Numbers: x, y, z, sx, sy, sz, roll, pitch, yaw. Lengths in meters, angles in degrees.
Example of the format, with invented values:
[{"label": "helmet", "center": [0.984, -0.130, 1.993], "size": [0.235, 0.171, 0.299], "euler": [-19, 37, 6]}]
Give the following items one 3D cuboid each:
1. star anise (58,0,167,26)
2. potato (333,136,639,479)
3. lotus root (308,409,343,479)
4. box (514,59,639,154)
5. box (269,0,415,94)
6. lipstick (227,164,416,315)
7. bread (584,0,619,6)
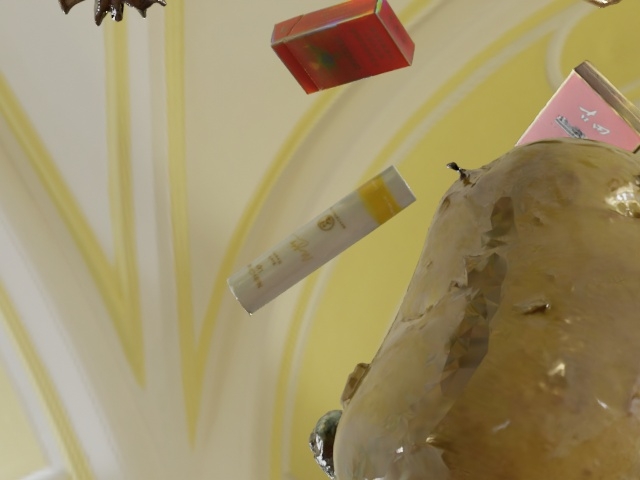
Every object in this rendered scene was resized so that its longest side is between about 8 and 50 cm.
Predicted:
[{"label": "star anise", "center": [-0.171, -0.293, 1.071], "size": [0.218, 0.227, 0.148], "euler": [28, -63, -26]}, {"label": "potato", "center": [0.079, 0.047, 0.390], "size": [0.137, 0.176, 0.137], "euler": [27, -23, 12]}, {"label": "lotus root", "center": [0.070, 0.173, 0.685], "size": [0.113, 0.192, 0.088], "euler": [-48, -15, -14]}, {"label": "box", "center": [0.239, -0.094, 1.029], "size": [0.023, 0.090, 0.133], "euler": [-38, -10, -29]}, {"label": "box", "center": [0.031, -0.274, 1.573], "size": [0.175, 0.048, 0.112], "euler": [-11, -40, 29]}, {"label": "lipstick", "center": [0.000, 0.000, 1.442], "size": [0.264, 0.059, 0.059], "euler": [-35, -42, 3]}, {"label": "bread", "center": [0.483, -0.516, 1.777], "size": [0.114, 0.328, 0.295], "euler": [23, -72, 1]}]
